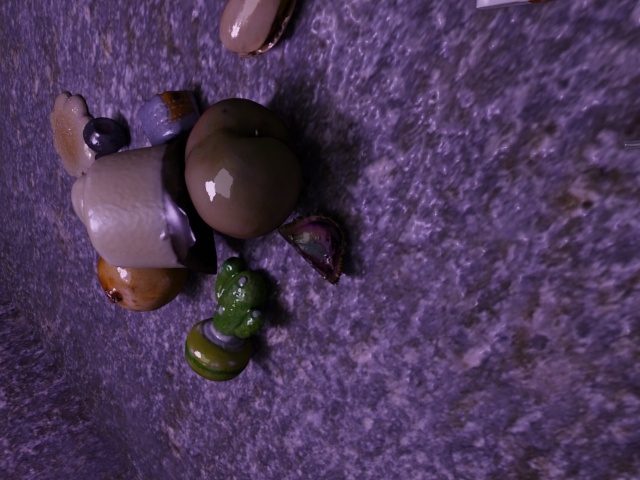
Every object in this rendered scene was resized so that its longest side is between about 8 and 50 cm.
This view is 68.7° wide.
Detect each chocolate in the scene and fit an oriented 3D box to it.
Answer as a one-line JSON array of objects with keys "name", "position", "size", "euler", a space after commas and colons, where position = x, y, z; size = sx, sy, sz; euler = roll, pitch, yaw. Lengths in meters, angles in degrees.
[{"name": "chocolate", "position": [-0.425, -0.060, 1.143], "size": [0.314, 0.297, 0.326], "euler": [86, 167, -70]}]

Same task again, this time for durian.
[{"name": "durian", "position": [0.003, -0.002, 1.027], "size": [0.186, 0.119, 0.108], "euler": [43, 94, -12]}]

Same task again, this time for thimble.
[{"name": "thimble", "position": [-0.381, -0.305, 1.199], "size": [0.151, 0.127, 0.118], "euler": [-20, 94, 44]}]

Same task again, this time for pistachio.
[{"name": "pistachio", "position": [-0.132, -0.462, 0.937], "size": [0.145, 0.117, 0.200], "euler": [56, 131, 16]}]

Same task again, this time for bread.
[{"name": "bread", "position": [-0.866, -0.360, 1.639], "size": [0.316, 0.054, 0.316], "euler": [16, 116, 37]}]

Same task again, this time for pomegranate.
[{"name": "pomegranate", "position": [-0.519, 0.088, 1.379], "size": [0.264, 0.264, 0.264], "euler": [16, 116, 35]}]

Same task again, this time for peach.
[{"name": "peach", "position": [-0.169, -0.143, 0.995], "size": [0.292, 0.247, 0.292], "euler": [19, 114, 48]}]

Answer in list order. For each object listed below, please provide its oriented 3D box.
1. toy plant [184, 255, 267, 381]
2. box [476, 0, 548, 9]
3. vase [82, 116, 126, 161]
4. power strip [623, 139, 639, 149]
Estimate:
[{"name": "toy plant", "position": [-0.241, 0.213, 1.259], "size": [0.224, 0.184, 0.316], "euler": [45, 121, 42]}, {"name": "box", "position": [0.285, -0.449, 0.648], "size": [0.122, 0.032, 0.220], "euler": [12, 113, 36]}, {"name": "vase", "position": [-0.677, -0.303, 1.469], "size": [0.120, 0.120, 0.183], "euler": [57, 147, 9]}, {"name": "power strip", "position": [0.516, -0.116, 0.564], "size": [0.253, 0.054, 0.167], "euler": [21, 118, 32]}]
